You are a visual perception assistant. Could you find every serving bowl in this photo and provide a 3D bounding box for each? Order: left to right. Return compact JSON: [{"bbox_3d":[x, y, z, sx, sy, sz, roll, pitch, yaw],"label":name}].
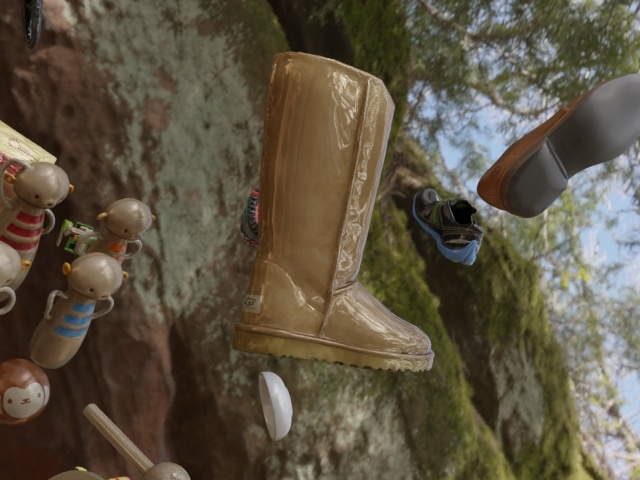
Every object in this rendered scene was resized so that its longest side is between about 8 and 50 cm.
[{"bbox_3d":[-0.051,0.195,1.009,0.027,0.083,0.083,-11,-50,-13],"label":"serving bowl"}]

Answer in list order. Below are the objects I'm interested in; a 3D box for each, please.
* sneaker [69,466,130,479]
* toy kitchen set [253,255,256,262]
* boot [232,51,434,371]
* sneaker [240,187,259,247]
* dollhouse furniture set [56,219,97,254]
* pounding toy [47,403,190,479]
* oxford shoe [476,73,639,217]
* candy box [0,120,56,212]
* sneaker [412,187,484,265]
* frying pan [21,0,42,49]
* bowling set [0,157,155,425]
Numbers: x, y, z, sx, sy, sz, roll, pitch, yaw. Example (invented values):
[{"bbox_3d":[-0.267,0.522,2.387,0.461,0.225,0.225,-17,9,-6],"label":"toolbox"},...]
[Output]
[{"bbox_3d":[-0.425,0.501,1.687,0.082,0.094,0.208,5,-41,38],"label":"sneaker"},{"bbox_3d":[0.000,0.000,1.302,0.166,0.207,0.122,26,-10,-11],"label":"toy kitchen set"},{"bbox_3d":[0.037,-0.016,0.804,0.236,0.269,0.089,14,-6,-40],"label":"boot"},{"bbox_3d":[-0.089,-0.029,1.510,0.104,0.262,0.125,30,-71,0],"label":"sneaker"},{"bbox_3d":[-0.440,0.006,1.545,0.076,0.058,0.152,21,1,-22],"label":"dollhouse furniture set"},{"bbox_3d":[-0.229,0.325,0.914,0.183,0.236,0.110,25,-7,39],"label":"pounding toy"},{"bbox_3d":[0.238,-0.102,0.831,0.076,0.212,0.076,22,-38,63],"label":"oxford shoe"},{"bbox_3d":[-0.570,-0.073,1.298,0.183,0.087,0.316,37,-50,-25],"label":"candy box"},{"bbox_3d":[0.194,-0.032,1.246,0.067,0.188,0.078,21,-71,-23],"label":"sneaker"},{"bbox_3d":[-0.389,-0.434,1.079,0.197,0.053,0.326,34,-70,30],"label":"frying pan"},{"bbox_3d":[-0.240,0.037,0.715,0.154,0.287,0.200,-53,-125,25],"label":"bowling set"}]
